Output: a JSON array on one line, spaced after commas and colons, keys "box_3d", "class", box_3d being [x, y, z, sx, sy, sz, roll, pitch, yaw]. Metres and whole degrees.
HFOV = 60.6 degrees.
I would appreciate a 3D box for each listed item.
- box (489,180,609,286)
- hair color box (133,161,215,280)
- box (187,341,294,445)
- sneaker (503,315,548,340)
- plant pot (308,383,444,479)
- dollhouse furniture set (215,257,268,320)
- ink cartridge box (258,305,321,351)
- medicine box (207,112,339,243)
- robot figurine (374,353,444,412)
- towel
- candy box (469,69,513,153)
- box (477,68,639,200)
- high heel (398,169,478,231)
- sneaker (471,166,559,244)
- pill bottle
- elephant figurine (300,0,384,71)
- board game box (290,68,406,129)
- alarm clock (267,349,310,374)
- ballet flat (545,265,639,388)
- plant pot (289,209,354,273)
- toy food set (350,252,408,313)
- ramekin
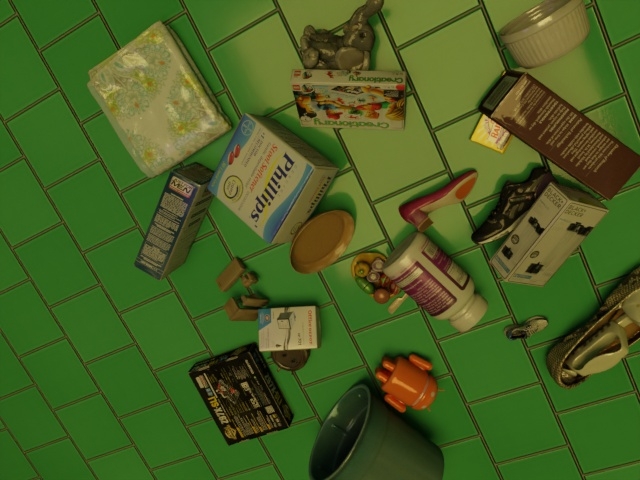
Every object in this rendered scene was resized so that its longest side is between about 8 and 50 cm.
[{"box_3d": [0.623, -0.010, 1.508, 0.169, 0.087, 0.289, 10, 125, -29], "class": "box"}, {"box_3d": [-0.447, -0.063, 1.720, 0.105, 0.174, 0.347, 29, 110, 2], "class": "hair color box"}, {"box_3d": [-0.277, 0.544, 1.930, 0.257, 0.079, 0.321, -22, 102, 18], "class": "box"}, {"box_3d": [0.634, 0.277, 1.677, 0.135, 0.058, 0.052, -25, 101, 17], "class": "sneaker"}, {"box_3d": [0.191, 0.699, 1.772, 0.334, 0.341, 0.341, 34, 110, -10], "class": "plant pot"}, {"box_3d": [-0.251, 0.166, 1.832, 0.144, 0.123, 0.151, -48, 59, 20], "class": "dollhouse furniture set"}, {"box_3d": [-0.100, 0.286, 1.780, 0.191, 0.082, 0.139, -5, 78, 9], "class": "ink cartridge box"}, {"box_3d": [-0.141, -0.178, 1.588, 0.289, 0.149, 0.263, 40, 112, 23], "class": "medicine box"}, {"box_3d": [0.284, 0.458, 1.766, 0.220, 0.158, 0.128, 32, 145, 1], "class": "robot figurine"}, {"box_3d": [-0.496, -0.420, 1.664, 0.321, 0.090, 0.374, -28, 100, 18], "class": "towel"}, {"box_3d": [0.508, -0.354, 1.521, 0.105, 0.027, 0.205, 24, 110, 4], "class": "candy box"}, {"box_3d": [0.613, -0.278, 1.419, 0.382, 0.191, 0.143, 34, 109, -8], "class": "box"}, {"box_3d": [0.344, -0.137, 1.613, 0.244, 0.117, 0.082, -46, 138, 8], "class": "high heel"}, {"box_3d": [0.537, -0.103, 1.563, 0.283, 0.107, 0.124, -34, 94, 9], "class": "sneaker"}, {"box_3d": [0.345, 0.127, 1.628, 0.301, 0.169, 0.169, 43, 110, -4], "class": "pill bottle"}, {"box_3d": [0.078, -0.517, 1.477, 0.240, 0.186, 0.169, -5, 83, 21], "class": "elephant figurine"}, {"box_3d": [0.082, -0.388, 1.518, 0.306, 0.193, 0.053, 4, 65, 10], "class": "board game box"}, {"box_3d": [-0.093, 0.362, 1.847, 0.129, 0.064, 0.192, 32, 107, 0], "class": "alarm clock"}, {"box_3d": [0.853, 0.259, 1.564, 0.164, 0.182, 0.482, 39, 110, -2], "class": "ballet flat"}, {"box_3d": [0.000, 0.000, 1.651, 0.032, 0.236, 0.236, 46, 115, 36], "class": "plant pot"}, {"box_3d": [0.186, 0.134, 1.713, 0.218, 0.071, 0.128, 44, 110, -5], "class": "toy food set"}, {"box_3d": [0.565, -0.521, 1.369, 0.207, 0.207, 0.109, -28, 110, 18], "class": "ramekin"}]
